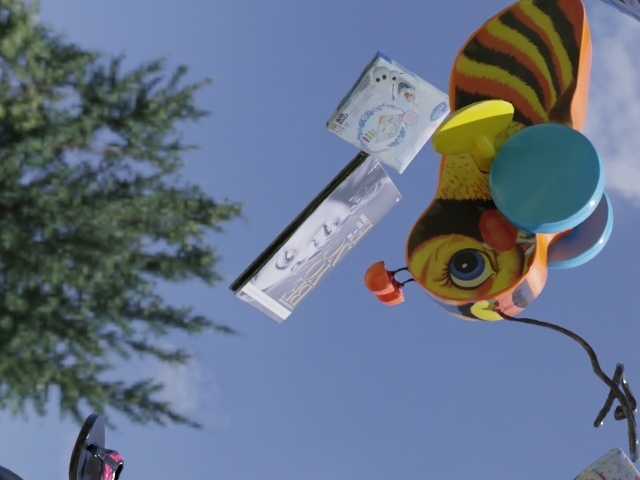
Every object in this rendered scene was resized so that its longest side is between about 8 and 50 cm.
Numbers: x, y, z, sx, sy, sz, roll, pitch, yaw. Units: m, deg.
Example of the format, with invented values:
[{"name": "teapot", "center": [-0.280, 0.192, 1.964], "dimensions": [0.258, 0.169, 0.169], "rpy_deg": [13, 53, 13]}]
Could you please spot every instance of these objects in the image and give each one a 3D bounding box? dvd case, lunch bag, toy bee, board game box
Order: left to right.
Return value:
[{"name": "dvd case", "center": [0.000, 0.000, 1.368], "dimensions": [0.221, 0.164, 0.018], "rpy_deg": [-45, -112, 0]}, {"name": "board game box", "center": [0.067, -0.123, 1.130], "dimensions": [0.090, 0.090, 0.020], "rpy_deg": [-52, -163, 24]}, {"name": "toy bee", "center": [0.106, -0.018, 0.754], "dimensions": [0.195, 0.162, 0.298], "rpy_deg": [68, 22, -46]}, {"name": "lunch bag", "center": [0.384, 0.328, 1.555], "dimensions": [0.071, 0.083, 0.053], "rpy_deg": [54, -6, 10]}]

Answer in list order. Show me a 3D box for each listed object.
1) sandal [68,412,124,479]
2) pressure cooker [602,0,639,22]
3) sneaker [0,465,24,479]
[{"name": "sandal", "center": [-0.212, 0.239, 1.136], "dimensions": [0.067, 0.040, 0.179], "rpy_deg": [-63, 161, -53]}, {"name": "pressure cooker", "center": [0.376, -0.344, 0.945], "dimensions": [0.420, 0.370, 0.375], "rpy_deg": [-126, -144, -48]}, {"name": "sneaker", "center": [-0.219, 0.202, 0.401], "dimensions": [0.116, 0.314, 0.136], "rpy_deg": [34, -30, 19]}]
